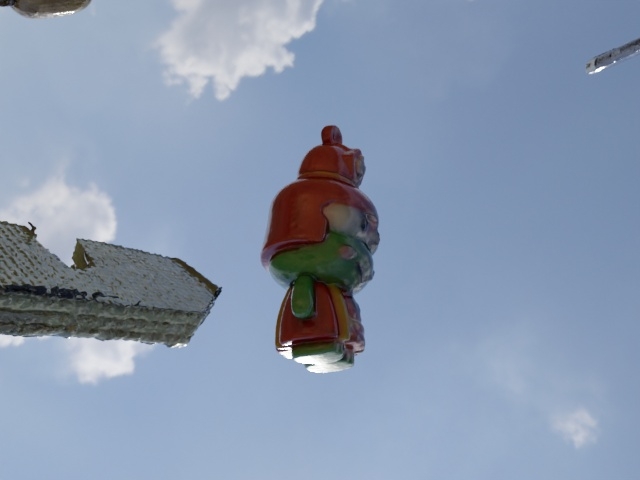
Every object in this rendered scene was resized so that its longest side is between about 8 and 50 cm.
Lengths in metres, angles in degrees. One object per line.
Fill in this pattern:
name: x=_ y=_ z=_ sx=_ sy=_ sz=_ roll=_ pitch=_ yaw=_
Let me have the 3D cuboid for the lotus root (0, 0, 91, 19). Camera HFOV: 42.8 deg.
lotus root: x=-0.336 y=-0.318 z=1.044 sx=0.151 sy=0.072 sz=0.063 roll=-21 pitch=-110 yaw=-22

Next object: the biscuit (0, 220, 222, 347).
biscuit: x=-0.182 y=0.034 z=0.651 sx=0.147 sy=0.250 sz=0.046 roll=31 pitch=-78 yaw=41

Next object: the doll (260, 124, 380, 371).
doll: x=0.001 y=0.000 z=1.164 sx=0.160 sy=0.182 sz=0.363 roll=-2 pitch=-112 yaw=26

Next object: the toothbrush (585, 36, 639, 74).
toothbrush: x=0.334 y=-0.202 z=0.827 sx=0.288 sy=0.026 sz=0.024 roll=-168 pitch=-87 yaw=-85
